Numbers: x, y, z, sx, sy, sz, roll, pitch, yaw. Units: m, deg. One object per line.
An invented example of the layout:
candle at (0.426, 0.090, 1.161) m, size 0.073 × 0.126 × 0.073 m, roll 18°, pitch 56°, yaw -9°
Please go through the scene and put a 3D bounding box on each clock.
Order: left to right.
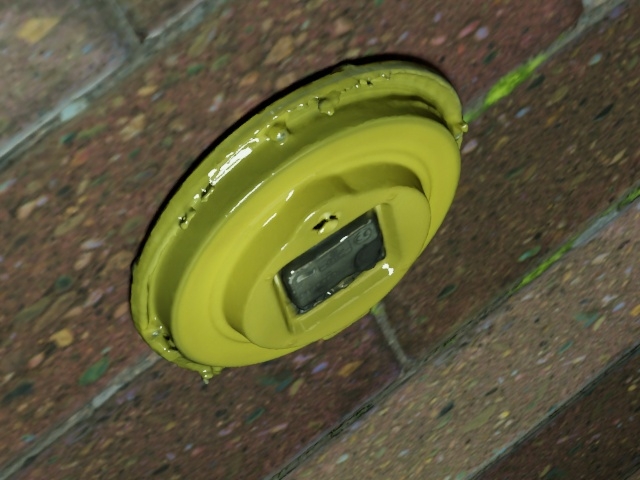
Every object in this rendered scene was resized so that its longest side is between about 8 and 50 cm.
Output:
clock at (0.000, 0.000, 1.153) m, size 0.237 × 0.057 × 0.237 m, roll -30°, pitch 151°, yaw -19°
